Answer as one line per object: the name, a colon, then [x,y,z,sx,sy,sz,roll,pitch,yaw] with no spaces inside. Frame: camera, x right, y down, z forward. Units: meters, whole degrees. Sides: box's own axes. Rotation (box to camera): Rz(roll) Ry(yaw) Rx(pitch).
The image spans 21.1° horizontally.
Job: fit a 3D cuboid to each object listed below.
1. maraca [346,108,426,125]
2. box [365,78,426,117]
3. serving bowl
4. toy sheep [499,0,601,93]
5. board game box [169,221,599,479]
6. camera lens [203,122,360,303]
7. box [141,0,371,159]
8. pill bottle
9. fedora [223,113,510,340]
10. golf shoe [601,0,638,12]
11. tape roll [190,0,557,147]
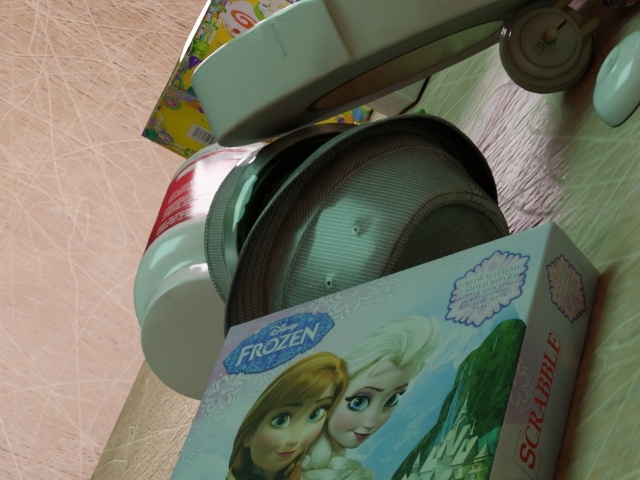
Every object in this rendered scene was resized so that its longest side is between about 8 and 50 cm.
maraca: [0.054,-0.105,2.144,0.186,0.099,0.127,-35,10,24]
box: [0.070,-0.288,2.302,0.182,0.181,0.119,-65,9,-13]
serving bowl: [0.239,-0.132,1.358,0.083,0.027,0.083,-60,8,14]
toy sheep: [0.200,-0.172,1.519,0.091,0.091,0.132,-63,-10,-6]
board game box: [0.021,0.158,1.195,0.319,0.066,0.318,-20,36,37]
camera lens: [0.000,0.000,1.712,0.219,0.219,0.274,-63,8,-5]
box: [-0.073,-0.237,2.626,0.279,0.290,0.177,-67,9,-29]
pill bottle: [-0.121,0.039,2.268,0.229,0.229,0.407,-59,9,23]
fedora: [0.060,0.037,1.417,0.275,0.244,0.124,-58,38,8]
golf shoe: [0.273,-0.244,1.433,0.086,0.067,0.186,-21,-9,-6]
tape roll: [0.068,-0.194,1.603,0.392,0.072,0.392,-24,-1,-1]
